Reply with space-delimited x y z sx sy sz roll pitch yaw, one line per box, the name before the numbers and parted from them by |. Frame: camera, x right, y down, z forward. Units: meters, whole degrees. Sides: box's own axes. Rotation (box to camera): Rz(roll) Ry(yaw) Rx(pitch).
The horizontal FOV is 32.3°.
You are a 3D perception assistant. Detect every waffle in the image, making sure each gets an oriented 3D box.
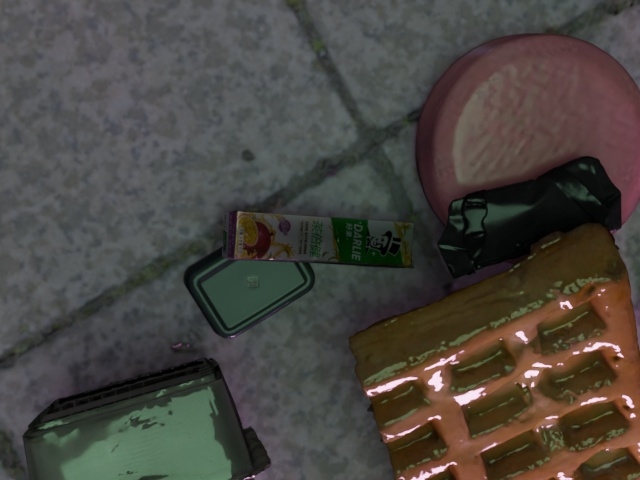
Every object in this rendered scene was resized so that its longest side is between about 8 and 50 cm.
waffle | 0.206 0.175 1.152 0.304 0.077 0.348 -23 125 -1

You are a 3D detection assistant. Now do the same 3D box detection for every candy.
candy | 0.219 -0.089 1.160 0.256 0.094 0.255 -2 100 -10

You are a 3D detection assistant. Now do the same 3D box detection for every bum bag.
bum bag | 0.210 -0.023 1.095 0.198 0.049 0.087 -17 108 -8

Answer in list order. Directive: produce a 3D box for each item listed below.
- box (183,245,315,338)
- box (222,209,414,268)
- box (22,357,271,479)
box | -0.073 0.041 1.164 0.126 0.031 0.091 -30 103 -5
box | 0.000 0.000 1.141 0.207 0.041 0.049 3 89 -24
box | -0.163 0.217 1.051 0.221 0.290 0.166 -16 90 -7
